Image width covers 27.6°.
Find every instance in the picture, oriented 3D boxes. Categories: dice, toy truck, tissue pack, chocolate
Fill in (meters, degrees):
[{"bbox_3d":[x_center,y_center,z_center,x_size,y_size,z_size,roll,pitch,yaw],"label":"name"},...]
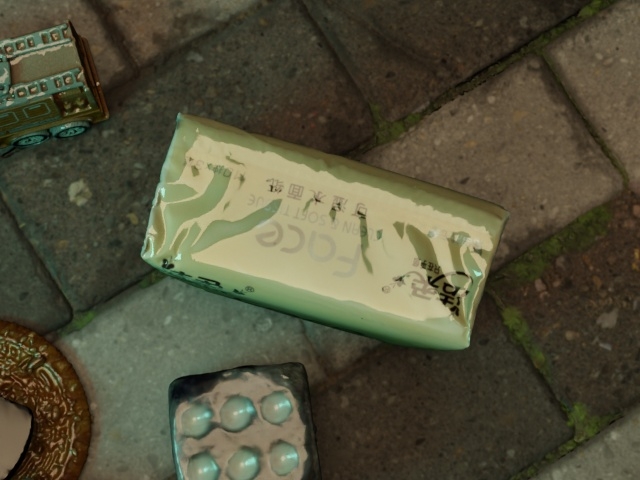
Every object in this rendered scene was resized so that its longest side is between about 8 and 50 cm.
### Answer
[{"bbox_3d":[-0.095,0.253,1.670,0.182,0.183,0.181,-9,83,-2],"label":"dice"},{"bbox_3d":[-0.449,-0.191,1.731,0.305,0.162,0.136,-16,82,-5],"label":"toy truck"},{"bbox_3d":[0.000,0.000,1.641,0.405,0.332,0.205,15,85,-1],"label":"tissue pack"},{"bbox_3d":[-0.429,0.246,1.668,0.125,0.080,0.148,-28,77,-17],"label":"chocolate"}]

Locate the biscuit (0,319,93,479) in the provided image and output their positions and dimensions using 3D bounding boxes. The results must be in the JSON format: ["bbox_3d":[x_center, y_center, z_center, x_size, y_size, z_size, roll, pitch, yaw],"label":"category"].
[{"bbox_3d":[-0.455,0.248,1.723,0.305,0.038,0.305,0,81,-3],"label":"biscuit"}]

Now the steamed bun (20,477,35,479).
[{"bbox_3d":[-0.314,0.417,1.640,0.242,0.146,0.164,25,85,-8],"label":"steamed bun"}]
